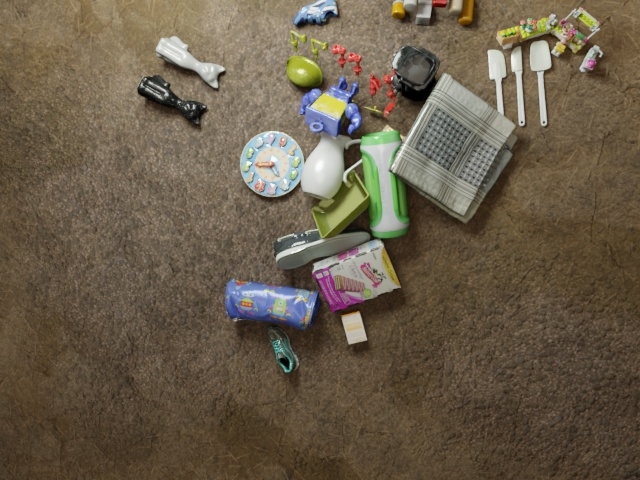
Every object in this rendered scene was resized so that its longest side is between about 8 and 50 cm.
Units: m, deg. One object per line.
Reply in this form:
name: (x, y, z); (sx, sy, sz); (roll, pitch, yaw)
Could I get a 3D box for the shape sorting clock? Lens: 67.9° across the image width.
shape sorting clock: (-0.153, -0.241, 1.500); (0.206, 0.040, 0.207); (1, 97, 8)

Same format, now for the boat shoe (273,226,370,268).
boat shoe: (0.000, 0.000, 1.475); (0.302, 0.114, 0.091); (-12, 55, -3)

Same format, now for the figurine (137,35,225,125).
figurine: (-0.429, -0.501, 1.495); (0.209, 0.092, 0.215); (29, 99, -4)

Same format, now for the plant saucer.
plant saucer: (0.067, -0.101, 1.427); (0.188, 0.188, 0.045); (-43, 120, 14)

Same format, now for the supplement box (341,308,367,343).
supplement box: (0.109, 0.275, 1.523); (0.062, 0.036, 0.099); (-14, 94, 9)

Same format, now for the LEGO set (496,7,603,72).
LEGO set: (0.644, -0.574, 1.304); (0.286, 0.107, 0.132); (18, 87, 1)

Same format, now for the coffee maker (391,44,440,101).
coffee maker: (0.284, -0.466, 1.344); (0.171, 0.178, 0.120); (10, 98, 7)

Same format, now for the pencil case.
pencil case: (-0.156, 0.205, 1.509); (0.305, 0.119, 0.133); (7, 80, 7)

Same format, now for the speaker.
speaker: (0.190, -0.163, 1.395); (0.131, 0.131, 0.297); (-6, 107, 9)

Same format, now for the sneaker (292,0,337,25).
sneaker: (-0.014, -0.676, 1.427); (0.144, 0.053, 0.059); (-23, 95, 11)

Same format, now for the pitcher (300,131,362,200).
pitcher: (0.042, -0.224, 1.435); (0.177, 0.125, 0.207); (18, 88, 9)

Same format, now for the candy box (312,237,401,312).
candy box: (0.111, 0.108, 1.465); (0.233, 0.071, 0.159); (-23, 112, 9)

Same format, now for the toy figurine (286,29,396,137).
toy figurine: (0.009, -0.404, 1.340); (0.362, 0.191, 0.217); (27, 68, 11)

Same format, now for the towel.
towel: (0.388, -0.247, 1.339); (0.324, 0.056, 0.312); (29, 92, -23)

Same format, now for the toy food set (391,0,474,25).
toy food set: (0.324, -0.692, 1.352); (0.232, 0.111, 0.105); (7, 85, 8)

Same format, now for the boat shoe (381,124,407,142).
boat shoe: (0.260, -0.296, 1.425); (0.169, 0.063, 0.059); (25, 105, 5)

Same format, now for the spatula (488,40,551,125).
spatula: (0.585, -0.445, 1.385); (0.168, 0.019, 0.242); (-6, 94, 7)

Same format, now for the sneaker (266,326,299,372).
sneaker: (-0.125, 0.356, 1.544); (0.064, 0.076, 0.167); (-32, 91, 9)
